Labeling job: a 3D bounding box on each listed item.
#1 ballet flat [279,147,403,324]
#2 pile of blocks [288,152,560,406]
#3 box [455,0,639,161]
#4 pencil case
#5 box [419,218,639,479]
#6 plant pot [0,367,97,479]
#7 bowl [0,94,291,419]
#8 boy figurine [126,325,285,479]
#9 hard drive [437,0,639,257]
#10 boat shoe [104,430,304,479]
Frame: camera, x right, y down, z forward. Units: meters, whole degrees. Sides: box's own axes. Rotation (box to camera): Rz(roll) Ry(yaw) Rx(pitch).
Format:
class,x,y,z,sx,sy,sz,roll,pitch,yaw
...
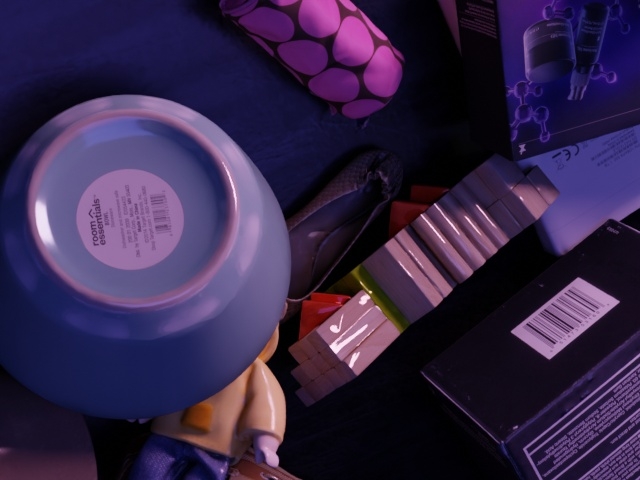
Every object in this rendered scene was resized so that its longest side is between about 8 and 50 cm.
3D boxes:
class,x,y,z,sx,sy,sz,roll,pitch,yaw
ballet flat,0.000,0.000,1.206,0.250,0.058,0.084,-46,112,-5
pile of blocks,0.091,0.019,1.221,0.362,0.149,0.113,-39,89,-16
box,0.282,-0.210,1.180,0.261,0.103,0.184,-17,117,-15
pencil case,-0.009,-0.201,1.116,0.209,0.098,0.095,38,47,-39
box,0.318,0.192,1.284,0.296,0.183,0.294,-37,121,-9
plant pot,-0.338,0.221,1.047,0.229,0.263,0.263,-16,108,-34
bowl,-0.168,-0.006,1.015,0.311,0.163,0.312,3,72,-10
boy figurine,-0.106,0.168,1.114,0.285,0.177,0.092,-64,149,-12
hard drive,0.290,-0.189,1.277,0.233,0.047,0.353,-31,112,-11
boat shoe,-0.069,0.295,1.214,0.324,0.120,0.123,23,93,-24
